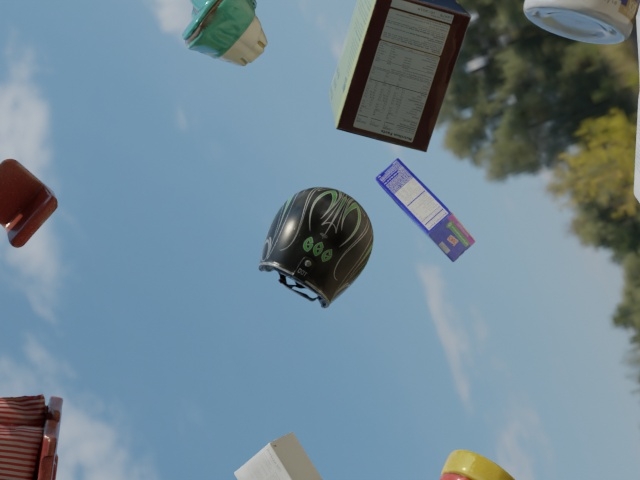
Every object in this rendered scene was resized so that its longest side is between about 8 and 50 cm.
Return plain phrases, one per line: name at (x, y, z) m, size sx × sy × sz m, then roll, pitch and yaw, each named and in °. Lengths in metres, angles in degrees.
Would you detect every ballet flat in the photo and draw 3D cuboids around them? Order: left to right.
ballet flat at (-0.094, -0.233, 1.330) m, size 0.087 × 0.083 × 0.247 m, roll 41°, pitch -168°, yaw -16°

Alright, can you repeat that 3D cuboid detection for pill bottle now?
pill bottle at (0.281, -0.302, 1.241) m, size 0.112 × 0.112 × 0.187 m, roll 23°, pitch -97°, yaw -66°

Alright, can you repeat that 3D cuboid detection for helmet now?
helmet at (0.000, 0.000, 1.822) m, size 0.162 × 0.169 × 0.169 m, roll -59°, pitch -39°, yaw -13°

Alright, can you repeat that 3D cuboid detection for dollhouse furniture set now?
dollhouse furniture set at (-0.337, 0.085, 1.162) m, size 0.152 × 0.201 × 0.374 m, roll -135°, pitch 51°, yaw -77°

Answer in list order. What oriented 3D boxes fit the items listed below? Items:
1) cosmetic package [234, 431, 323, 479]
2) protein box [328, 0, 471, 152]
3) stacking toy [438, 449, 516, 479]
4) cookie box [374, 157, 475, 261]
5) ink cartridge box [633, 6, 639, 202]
cosmetic package at (-0.018, 0.401, 1.767) m, size 0.060 × 0.099 × 0.239 m, roll -18°, pitch -110°, yaw -48°
protein box at (0.108, -0.260, 1.777) m, size 0.200 × 0.136 × 0.201 m, roll -98°, pitch 24°, yaw -70°
stacking toy at (0.224, 0.430, 1.546) m, size 0.309 × 0.130 × 0.279 m, roll 40°, pitch 153°, yaw 6°
cookie box at (0.123, -0.035, 1.457) m, size 0.107 × 0.040 × 0.092 m, roll 49°, pitch -177°, yaw 32°
ink cartridge box at (0.405, -0.116, 1.344) m, size 0.296 × 0.066 × 0.261 m, roll -91°, pitch -3°, yaw -66°
